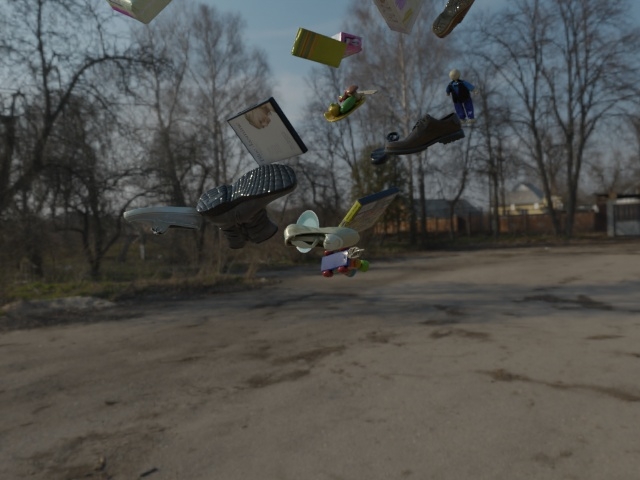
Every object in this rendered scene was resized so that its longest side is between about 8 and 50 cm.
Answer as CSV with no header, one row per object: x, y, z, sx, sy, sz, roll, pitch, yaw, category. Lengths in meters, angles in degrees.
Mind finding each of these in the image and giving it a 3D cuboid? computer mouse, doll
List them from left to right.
0.245,-0.340,1.906,0.071,0.041,0.242,1,36,31,computer mouse
0.483,-0.494,1.743,0.046,0.188,0.129,-39,27,-30,doll

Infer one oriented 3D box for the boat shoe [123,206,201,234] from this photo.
-0.470,-0.057,1.541,0.228,0.081,0.079,-2,-7,-26,boat shoe

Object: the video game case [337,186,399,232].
0.193,-0.114,2.207,0.275,0.035,0.248,-22,-25,-44,video game case

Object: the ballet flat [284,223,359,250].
0.000,0.000,1.659,0.249,0.086,0.086,4,2,11,ballet flat

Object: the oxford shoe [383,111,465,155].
0.274,-0.294,1.399,0.227,0.096,0.083,-20,17,-5,oxford shoe

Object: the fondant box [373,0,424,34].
0.310,-0.960,1.924,0.096,0.238,0.330,25,8,21,fondant box

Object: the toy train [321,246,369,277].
0.128,0.083,1.914,0.144,0.105,0.248,19,-24,-35,toy train

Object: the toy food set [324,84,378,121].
0.100,-0.547,1.974,0.218,0.071,0.128,-42,33,-15,toy food set

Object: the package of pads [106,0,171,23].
-0.567,-0.873,1.704,0.229,0.296,0.101,34,-13,31,package of pads

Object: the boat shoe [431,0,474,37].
0.422,-0.712,1.596,0.178,0.064,0.060,-49,-26,17,boat shoe

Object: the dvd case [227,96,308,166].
-0.162,-0.312,1.505,0.253,0.180,0.022,-3,39,53,dvd case

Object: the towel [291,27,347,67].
-0.003,-0.720,1.918,0.237,0.102,0.021,-2,37,-43,towel

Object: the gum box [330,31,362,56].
0.089,-0.835,2.198,0.107,0.062,0.188,0,5,-29,gum box

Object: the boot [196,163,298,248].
-0.184,-0.097,1.561,0.339,0.118,0.222,-14,-41,22,boot

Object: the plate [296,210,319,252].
-0.054,-0.038,2.243,0.024,0.188,0.188,10,-6,-34,plate
